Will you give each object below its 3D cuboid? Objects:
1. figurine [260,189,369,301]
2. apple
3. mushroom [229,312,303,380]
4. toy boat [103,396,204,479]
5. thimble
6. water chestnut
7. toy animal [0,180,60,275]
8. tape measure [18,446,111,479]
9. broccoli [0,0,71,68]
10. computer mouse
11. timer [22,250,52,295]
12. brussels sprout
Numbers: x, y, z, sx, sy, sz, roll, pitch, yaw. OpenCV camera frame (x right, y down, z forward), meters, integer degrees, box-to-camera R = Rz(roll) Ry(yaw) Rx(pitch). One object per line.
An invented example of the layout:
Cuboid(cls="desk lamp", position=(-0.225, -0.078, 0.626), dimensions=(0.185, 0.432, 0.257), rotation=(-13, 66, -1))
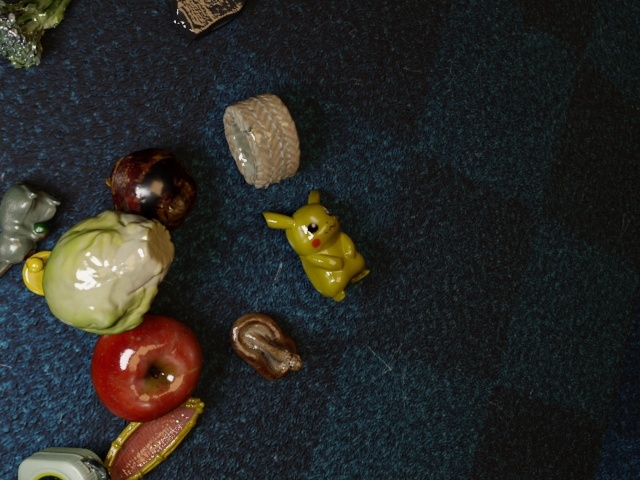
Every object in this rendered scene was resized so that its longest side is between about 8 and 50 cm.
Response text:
Cuboid(cls="figurine", position=(0.004, 0.006, 1.687), dimensions=(0.218, 0.169, 0.327), rotation=(-41, 112, -39))
Cuboid(cls="apple", position=(-0.420, 0.304, 1.420), dimensions=(0.260, 0.216, 0.261), rotation=(0, 91, -30))
Cuboid(cls="mushroom", position=(-0.125, 0.293, 1.581), dimensions=(0.227, 0.217, 0.148), rotation=(39, 73, -23))
Cuboid(cls="toy boat", position=(-0.432, 0.507, 1.483), dimensions=(0.318, 0.099, 0.141), rotation=(-41, 109, -20))
Cuboid(cls="thimble", position=(-0.161, -0.270, 1.583), dimensions=(0.148, 0.196, 0.229), rotation=(-24, 131, -24))
Cuboid(cls="water chestnut", position=(-0.422, -0.122, 1.446), dimensions=(0.223, 0.238, 0.224), rotation=(5, 90, -70))
Cuboid(cls="toy animal", position=(-0.694, -0.016, 1.351), dimensions=(0.237, 0.138, 0.108), rotation=(-61, 156, 10))
Cuboid(cls="tape measure", position=(-0.580, 0.604, 1.357), dimensions=(0.206, 0.115, 0.236), rotation=(-2, 92, 11))
Cuboid(cls="broccoli", position=(-0.646, -0.539, 1.358), dimensions=(0.165, 0.145, 0.304), rotation=(44, 58, -26))
Cuboid(cls="computer mouse", position=(-0.300, -0.624, 1.571), dimensions=(0.217, 0.073, 0.122), rotation=(-34, 103, -18))
Cuboid(cls="timer", position=(-0.634, 0.075, 1.363), dimensions=(0.107, 0.109, 0.107), rotation=(0, 90, -29))
Cuboid(cls="brussels sprout", position=(-0.464, 0.072, 1.289), dimensions=(0.243, 0.316, 0.274), rotation=(53, 53, -29))
